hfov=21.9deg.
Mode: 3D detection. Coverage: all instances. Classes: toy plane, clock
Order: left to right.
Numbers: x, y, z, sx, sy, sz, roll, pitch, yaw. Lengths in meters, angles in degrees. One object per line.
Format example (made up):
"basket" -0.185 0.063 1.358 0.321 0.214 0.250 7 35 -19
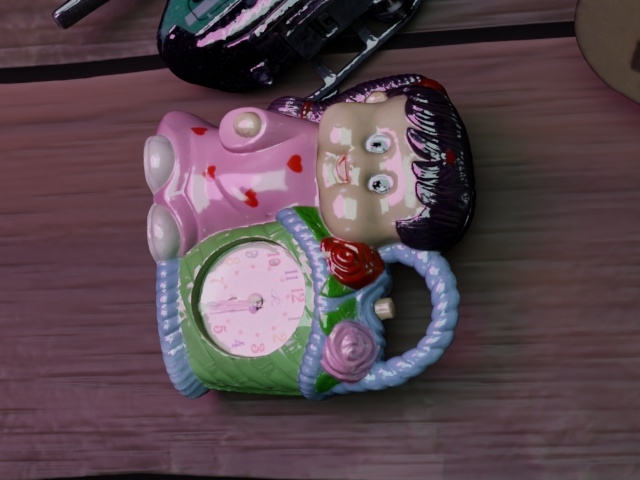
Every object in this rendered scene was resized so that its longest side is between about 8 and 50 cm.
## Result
"clock" 0.000 0.000 1.009 0.195 0.100 0.194 -9 79 15
"toy plane" 0.009 -0.219 1.058 0.382 0.106 0.155 -42 59 8

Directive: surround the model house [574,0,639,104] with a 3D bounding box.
"model house" 0.311 -0.192 0.954 0.218 0.205 0.278 32 57 18
